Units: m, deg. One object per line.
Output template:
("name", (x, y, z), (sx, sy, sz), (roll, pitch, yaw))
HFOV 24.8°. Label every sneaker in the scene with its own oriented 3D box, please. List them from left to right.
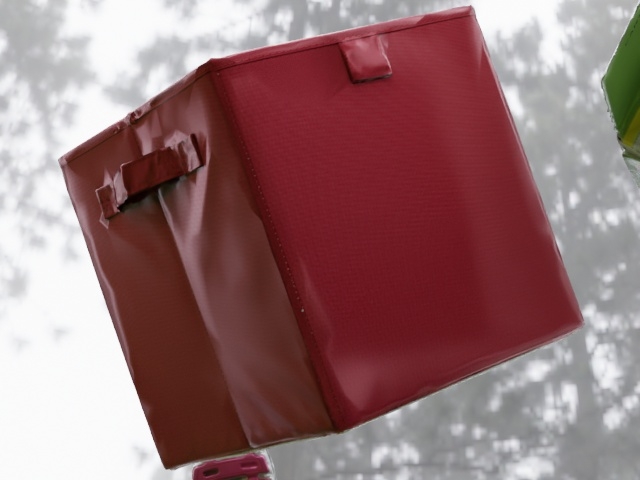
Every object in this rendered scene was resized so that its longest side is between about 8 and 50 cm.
("sneaker", (-0.049, 0.205, 1.072), (0.063, 0.075, 0.170), (-15, -82, 11))

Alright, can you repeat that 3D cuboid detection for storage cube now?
("storage cube", (0.000, 0.000, 0.814), (0.215, 0.193, 0.183), (-17, -4, -38))

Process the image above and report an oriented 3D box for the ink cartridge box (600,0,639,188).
("ink cartridge box", (0.206, -0.102, 0.608), (0.097, 0.255, 0.189), (28, -87, 16))
